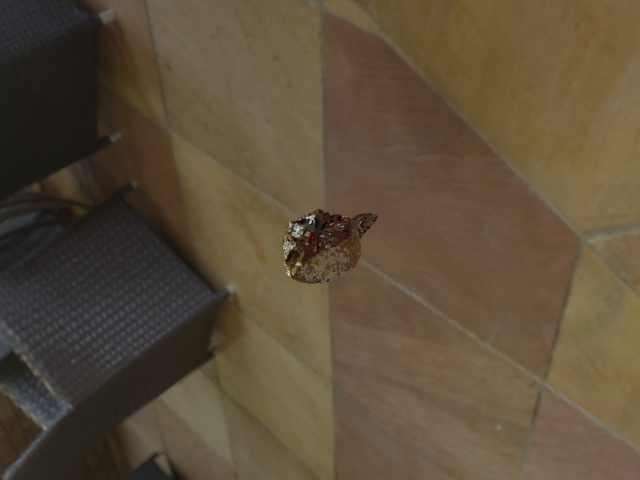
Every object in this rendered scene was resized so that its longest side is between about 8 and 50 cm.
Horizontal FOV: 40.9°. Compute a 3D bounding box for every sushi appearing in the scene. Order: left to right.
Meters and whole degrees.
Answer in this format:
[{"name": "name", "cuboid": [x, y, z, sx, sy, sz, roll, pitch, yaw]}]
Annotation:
[{"name": "sushi", "cuboid": [0.000, 0.000, 0.597, 0.050, 0.099, 0.047, 21, 120, 19]}]
